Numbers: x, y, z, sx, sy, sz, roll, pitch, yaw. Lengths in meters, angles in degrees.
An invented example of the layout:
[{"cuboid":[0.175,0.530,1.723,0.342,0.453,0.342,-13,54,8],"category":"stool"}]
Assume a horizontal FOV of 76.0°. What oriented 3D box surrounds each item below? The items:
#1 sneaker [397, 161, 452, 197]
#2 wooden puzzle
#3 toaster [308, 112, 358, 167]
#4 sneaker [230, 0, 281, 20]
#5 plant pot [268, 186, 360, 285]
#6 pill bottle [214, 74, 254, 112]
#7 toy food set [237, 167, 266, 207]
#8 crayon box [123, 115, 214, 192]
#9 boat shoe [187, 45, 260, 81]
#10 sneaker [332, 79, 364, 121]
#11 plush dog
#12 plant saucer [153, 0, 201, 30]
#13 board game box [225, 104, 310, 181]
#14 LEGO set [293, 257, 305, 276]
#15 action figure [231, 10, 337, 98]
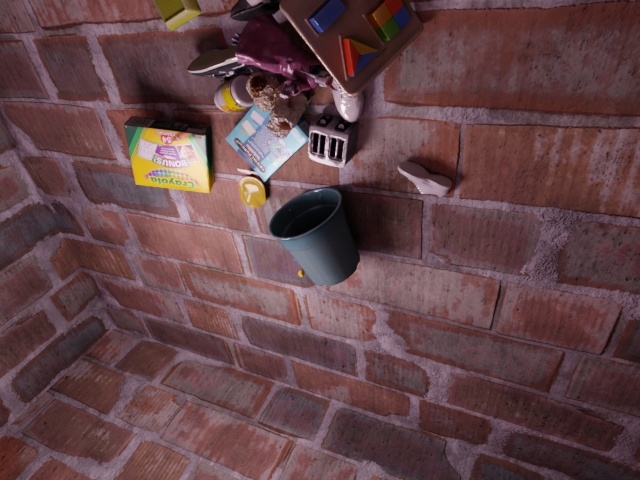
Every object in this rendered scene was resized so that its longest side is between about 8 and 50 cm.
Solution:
[{"cuboid":[0.385,-0.223,1.566,0.212,0.080,0.094,27,145,7],"category":"sneaker"},{"cuboid":[0.107,-0.664,1.210,0.322,0.080,0.348,-44,113,4],"category":"wooden puzzle"},{"cuboid":[0.046,-0.385,1.601,0.168,0.110,0.186,20,132,16],"category":"toaster"},{"cuboid":[-0.186,-0.855,1.378,0.330,0.122,0.146,-9,102,35],"category":"sneaker"},{"cuboid":[0.000,0.000,1.802,0.341,0.341,0.334,-5,130,32],"category":"plant pot"},{"cuboid":[-0.344,-0.578,1.637,0.215,0.117,0.117,9,132,52],"category":"pill bottle"},{"cuboid":[-0.314,-0.259,1.936,0.128,0.071,0.218,8,132,6],"category":"toy food set"},{"cuboid":[-0.699,-0.397,1.932,0.363,0.106,0.313,7,129,-2],"category":"crayon box"},{"cuboid":[-0.373,-0.680,1.606,0.340,0.127,0.113,-3,148,29],"category":"boat shoe"},{"cuboid":[0.075,-0.552,1.424,0.114,0.152,0.305,-1,125,19],"category":"sneaker"},{"cuboid":[-0.163,-0.517,1.476,0.225,0.211,0.262,33,179,-13],"category":"plush dog"},{"cuboid":[-0.577,-0.930,1.572,0.188,0.045,0.188,-8,120,33],"category":"plant saucer"},{"cuboid":[-0.214,-0.441,1.724,0.254,0.079,0.336,48,133,-11],"category":"board game box"},{"cuboid":[-0.079,0.127,2.081,0.087,0.093,0.227,-21,113,39],"category":"LEGO set"},{"cuboid":[-0.100,-0.584,1.366,0.370,0.276,0.248,32,95,4],"category":"action figure"}]
